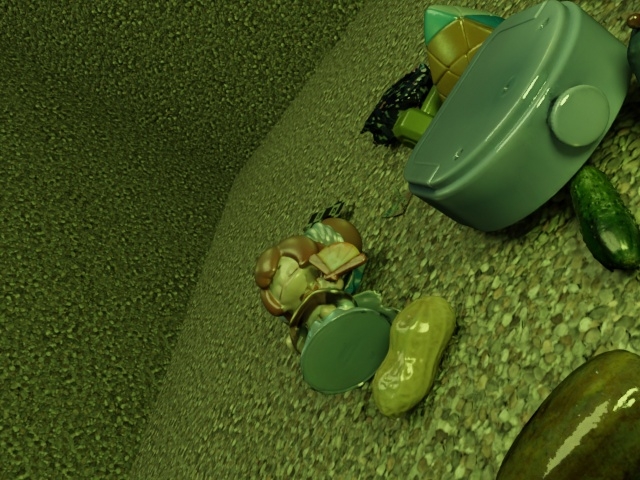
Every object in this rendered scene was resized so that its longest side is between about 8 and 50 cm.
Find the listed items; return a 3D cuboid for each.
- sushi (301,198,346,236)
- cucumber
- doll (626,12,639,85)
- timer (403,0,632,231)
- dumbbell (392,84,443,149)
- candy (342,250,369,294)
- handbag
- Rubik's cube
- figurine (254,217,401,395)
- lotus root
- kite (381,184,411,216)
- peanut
[{"bbox_3d":[0.000,0.000,1.755,0.192,0.050,0.215,-22,36,57],"label":"sushi"},{"bbox_3d":[0.370,-0.040,0.820,0.069,0.069,0.227,-47,19,33],"label":"cucumber"},{"bbox_3d":[0.498,-0.263,0.733,0.258,0.154,0.228,-20,39,53],"label":"doll"},{"bbox_3d":[0.322,-0.187,0.987,0.395,0.173,0.395,-52,14,18],"label":"timer"},{"bbox_3d":[0.283,-0.352,1.456,0.302,0.108,0.121,-61,10,-6],"label":"dumbbell"},{"bbox_3d":[0.076,0.087,1.444,0.136,0.038,0.088,-61,7,-3],"label":"candy"},{"bbox_3d":[0.213,-0.351,1.631,0.260,0.113,0.162,-35,25,59],"label":"handbag"},{"bbox_3d":[0.346,-0.383,1.348,0.254,0.254,0.254,-50,20,26],"label":"Rubik's cube"},{"bbox_3d":[0.006,0.115,1.265,0.277,0.248,0.388,-58,36,11],"label":"figurine"},{"bbox_3d":[0.264,0.214,0.608,0.241,0.124,0.123,-57,8,6],"label":"lotus root"},{"bbox_3d":[0.192,-0.105,1.485,0.137,0.005,0.153,-47,22,27],"label":"kite"},{"bbox_3d":[0.149,0.185,1.002,0.090,0.098,0.214,9,70,43],"label":"peanut"}]
